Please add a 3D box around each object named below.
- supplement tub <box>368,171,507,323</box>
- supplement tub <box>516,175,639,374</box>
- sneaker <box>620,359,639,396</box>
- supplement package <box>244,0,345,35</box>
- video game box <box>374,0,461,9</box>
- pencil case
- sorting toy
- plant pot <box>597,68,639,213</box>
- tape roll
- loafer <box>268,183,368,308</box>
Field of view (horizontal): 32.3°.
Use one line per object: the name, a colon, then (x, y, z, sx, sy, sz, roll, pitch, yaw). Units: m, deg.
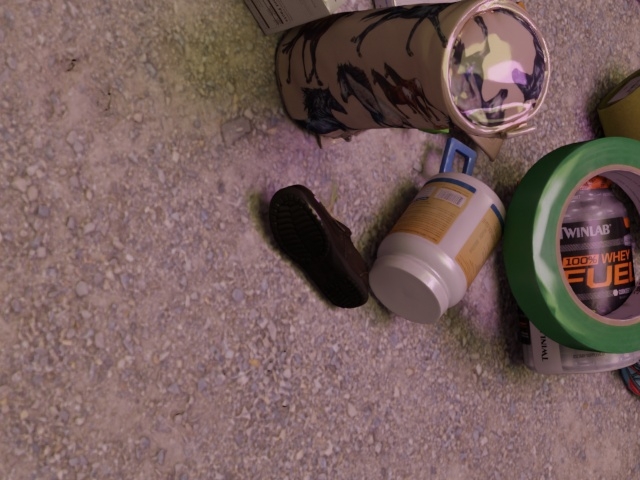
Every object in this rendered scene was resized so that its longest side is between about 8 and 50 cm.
supplement tub: (0.173, 0.011, 1.631, 0.144, 0.144, 0.199, 53, 57, -24)
supplement tub: (0.412, 0.050, 1.800, 0.193, 0.193, 0.316, -9, 92, -40)
sneaker: (0.592, 0.221, 1.973, 0.104, 0.125, 0.262, -47, 115, -2)
supplement package: (-0.040, -0.450, 1.485, 0.204, 0.145, 0.262, -48, 117, -31)
video game box: (0.181, -0.311, 1.725, 0.205, 0.048, 0.187, -15, 95, -40)
pencil case: (0.109, -0.211, 1.421, 0.160, 0.410, 0.183, -32, 112, -26)
sorting toy: (0.263, -0.251, 1.732, 0.196, 0.047, 0.347, 43, 63, -32)
plant pot: (0.645, -0.169, 1.992, 0.293, 0.275, 0.275, 50, 57, -8)
tape roll: (0.427, 0.008, 1.659, 0.321, 0.077, 0.321, 0, 89, -25)
loafer: (0.000, 0.000, 1.542, 0.220, 0.080, 0.078, 58, 32, -33)
